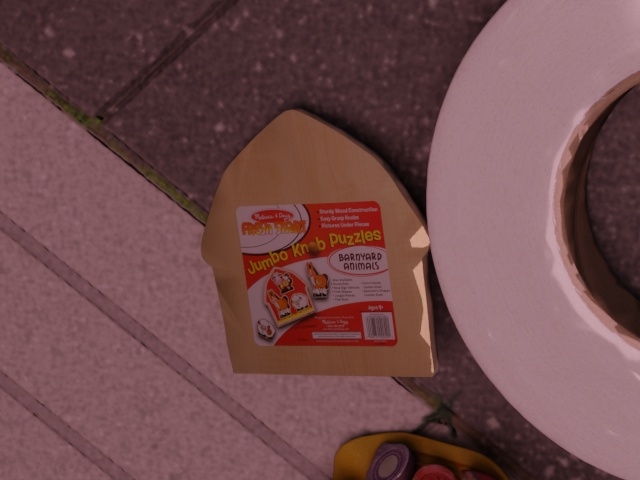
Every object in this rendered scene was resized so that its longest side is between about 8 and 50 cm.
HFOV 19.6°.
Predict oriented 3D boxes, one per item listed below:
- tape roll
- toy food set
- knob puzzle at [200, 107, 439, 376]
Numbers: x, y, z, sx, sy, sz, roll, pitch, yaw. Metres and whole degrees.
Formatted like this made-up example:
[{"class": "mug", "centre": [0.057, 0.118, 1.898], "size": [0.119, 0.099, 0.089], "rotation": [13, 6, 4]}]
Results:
[{"class": "tape roll", "centre": [0.261, -0.024, 1.206], "size": [0.392, 0.072, 0.392], "rotation": [5, 104, 21]}, {"class": "toy food set", "centre": [0.070, 0.204, 1.308], "size": [0.218, 0.071, 0.128], "rotation": [9, 83, 41]}, {"class": "knob puzzle", "centre": [0.000, 0.000, 1.325], "size": [0.213, 0.030, 0.213], "rotation": [9, 107, 30]}]
